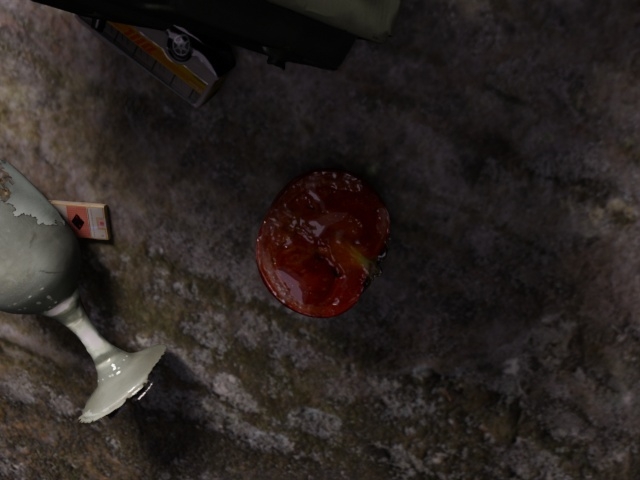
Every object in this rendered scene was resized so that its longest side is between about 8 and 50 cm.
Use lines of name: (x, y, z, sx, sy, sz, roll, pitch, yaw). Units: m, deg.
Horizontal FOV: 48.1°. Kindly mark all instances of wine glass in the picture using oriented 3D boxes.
wine glass: (-0.323, 0.062, 0.851, 0.143, 0.143, 0.321, -28, 109, 23)

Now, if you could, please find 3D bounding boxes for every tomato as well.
tomato: (0.000, 0.000, 0.788, 0.139, 0.091, 0.159, 26, 90, -10)

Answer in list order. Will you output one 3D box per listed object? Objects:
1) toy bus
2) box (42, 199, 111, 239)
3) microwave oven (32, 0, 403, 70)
toy bus: (-0.173, -0.214, 0.747, 0.172, 0.057, 0.072, 36, 124, -4)
box: (-0.301, -0.026, 0.886, 0.083, 0.012, 0.046, 5, 115, 12)
microwave oven: (-0.165, -0.273, 0.455, 0.394, 0.333, 0.247, 25, 102, 47)
